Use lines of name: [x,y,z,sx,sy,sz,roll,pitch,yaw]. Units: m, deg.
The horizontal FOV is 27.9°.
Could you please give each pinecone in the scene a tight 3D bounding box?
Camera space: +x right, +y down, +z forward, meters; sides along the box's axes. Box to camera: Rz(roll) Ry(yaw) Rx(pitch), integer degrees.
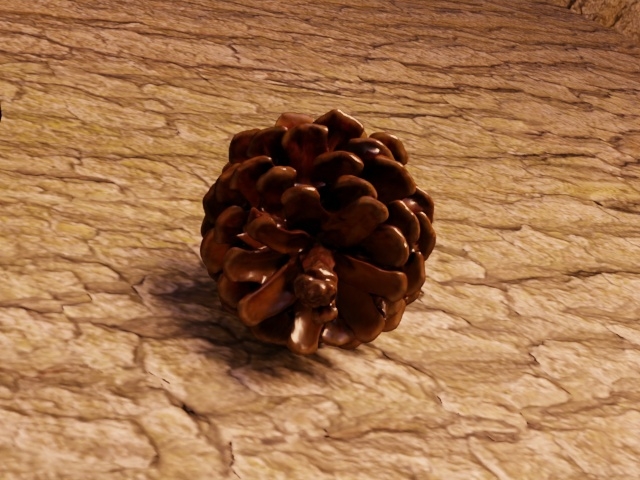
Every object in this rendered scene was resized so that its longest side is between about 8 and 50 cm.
pinecone: [0.001,0.002,0.998,0.185,0.168,0.212,-16,37,1]

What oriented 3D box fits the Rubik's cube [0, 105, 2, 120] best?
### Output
Rubik's cube: [-0.414,-0.167,0.847,0.283,0.293,0.288,17,32,19]
